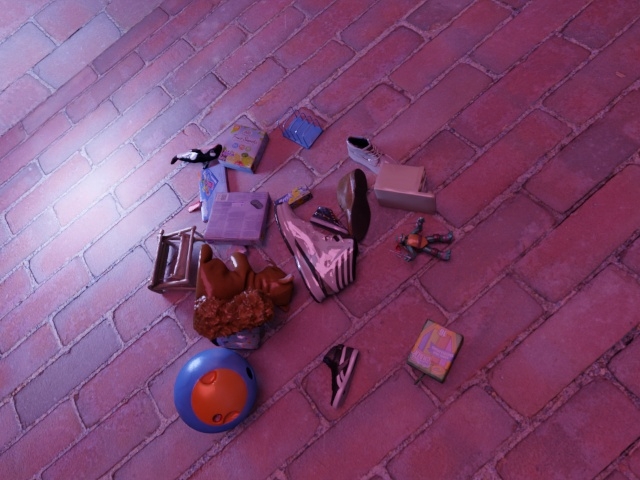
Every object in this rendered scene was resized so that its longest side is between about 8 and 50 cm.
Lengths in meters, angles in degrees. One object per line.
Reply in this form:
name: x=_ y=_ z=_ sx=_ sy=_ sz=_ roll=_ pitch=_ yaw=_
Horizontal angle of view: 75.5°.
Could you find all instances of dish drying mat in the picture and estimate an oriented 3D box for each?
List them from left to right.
dish drying mat: x=-0.600 y=-0.162 z=1.966 sx=0.083 sy=0.008 sz=0.032 roll=-23 pitch=61 yaw=29

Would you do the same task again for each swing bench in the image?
swing bench: x=-0.628 y=0.088 z=1.803 sx=0.255 sy=0.165 sz=0.253 roll=-5 pitch=68 yaw=16

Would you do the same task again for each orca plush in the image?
orca plush: x=-0.599 y=-0.394 z=2.025 sx=0.287 sy=0.151 sz=0.102 roll=-9 pitch=98 yaw=10

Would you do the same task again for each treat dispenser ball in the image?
treat dispenser ball: x=-0.373 y=0.533 z=1.478 sx=0.288 sy=0.288 sz=0.288 roll=-6 pitch=67 yaw=15

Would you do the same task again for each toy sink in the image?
toy sink: x=0.349 y=-0.208 z=1.629 sx=0.234 sy=0.153 sz=0.131 roll=12 pitch=72 yaw=22

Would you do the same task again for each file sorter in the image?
file sorter: x=-0.097 y=-0.529 z=1.920 sx=0.170 sy=0.104 sz=0.118 roll=33 pitch=81 yaw=26

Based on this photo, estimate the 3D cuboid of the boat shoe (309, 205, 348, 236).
boat shoe: x=0.048 y=-0.084 z=1.720 sx=0.183 sy=0.065 sz=0.083 roll=23 pitch=75 yaw=23

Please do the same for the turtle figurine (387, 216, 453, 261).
turtle figurine: x=0.371 y=0.002 z=1.559 sx=0.234 sy=0.118 sz=0.175 roll=10 pitch=87 yaw=4

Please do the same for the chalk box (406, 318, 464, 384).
chalk box: x=0.377 y=0.395 z=1.391 sx=0.132 sy=0.132 sz=0.213 roll=24 pitch=79 yaw=24

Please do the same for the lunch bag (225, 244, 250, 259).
lunch bag: x=-0.363 y=0.055 z=1.798 sx=0.083 sy=0.053 sz=0.071 roll=-37 pitch=64 yaw=-11

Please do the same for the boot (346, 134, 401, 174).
boot: x=0.219 y=-0.360 z=1.744 sx=0.258 sy=0.123 sz=0.095 roll=27 pitch=79 yaw=24

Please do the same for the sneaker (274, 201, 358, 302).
sneaker: x=0.000 y=0.001 z=1.660 sx=0.258 sy=0.169 sz=0.447 roll=-27 pitch=73 yaw=0

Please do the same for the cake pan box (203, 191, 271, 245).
cake pan box: x=-0.365 y=-0.098 z=1.816 sx=0.267 sy=0.070 sz=0.245 roll=0 pitch=59 yaw=9

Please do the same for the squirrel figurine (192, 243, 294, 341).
squirrel figurine: x=-0.279 y=0.217 z=1.557 sx=0.371 sy=0.281 sz=0.397 roll=5 pitch=30 yaw=-15

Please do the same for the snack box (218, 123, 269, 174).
snack box: x=-0.365 y=-0.438 z=1.973 sx=0.175 sy=0.070 sz=0.207 roll=16 pitch=73 yaw=12

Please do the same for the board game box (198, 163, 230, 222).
board game box: x=-0.504 y=-0.229 z=1.968 sx=0.145 sy=0.027 sz=0.281 roll=-16 pitch=65 yaw=8

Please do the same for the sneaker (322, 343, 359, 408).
sneaker: x=0.052 y=0.482 z=1.491 sx=0.121 sy=0.079 sz=0.216 roll=14 pitch=65 yaw=25

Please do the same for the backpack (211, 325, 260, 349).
backpack: x=-0.322 y=0.372 z=1.620 sx=0.182 sy=0.152 sz=0.115 roll=-2 pitch=84 yaw=13

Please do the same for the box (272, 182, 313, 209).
box: x=-0.122 y=-0.178 z=1.815 sx=0.169 sy=0.054 sz=0.059 roll=-31 pitch=63 yaw=4

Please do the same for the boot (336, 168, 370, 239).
boot: x=0.131 y=-0.139 z=1.716 sx=0.115 sy=0.112 sz=0.305 roll=-17 pitch=65 yaw=42
